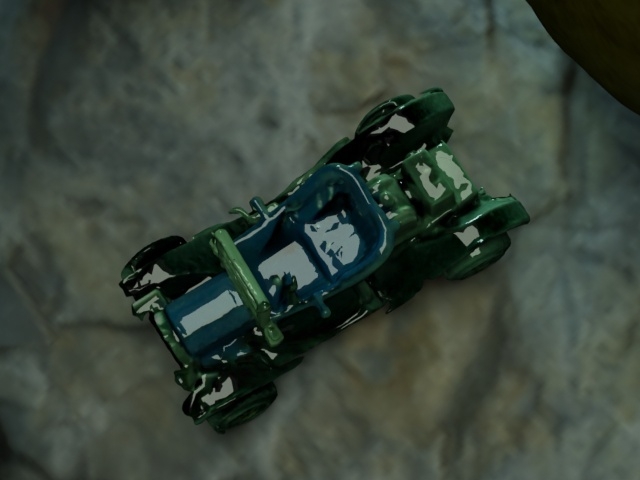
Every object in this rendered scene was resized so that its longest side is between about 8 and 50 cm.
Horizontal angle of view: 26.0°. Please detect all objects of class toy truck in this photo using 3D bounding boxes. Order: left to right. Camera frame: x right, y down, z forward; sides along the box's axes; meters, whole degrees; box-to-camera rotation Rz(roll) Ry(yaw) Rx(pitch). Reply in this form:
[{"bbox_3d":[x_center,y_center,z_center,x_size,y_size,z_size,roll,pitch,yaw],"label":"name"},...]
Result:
[{"bbox_3d":[-0.001,0.001,0.534,0.154,0.078,0.080,-32,76,-4],"label":"toy truck"}]

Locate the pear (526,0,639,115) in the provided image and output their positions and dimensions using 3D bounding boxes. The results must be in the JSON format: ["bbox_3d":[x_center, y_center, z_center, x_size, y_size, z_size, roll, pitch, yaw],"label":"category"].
[{"bbox_3d":[0.188,-0.180,0.448,0.304,0.304,0.303,-1,75,5],"label":"pear"}]
